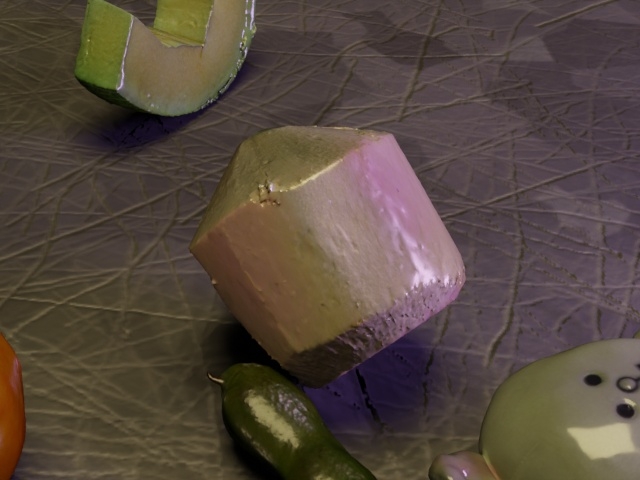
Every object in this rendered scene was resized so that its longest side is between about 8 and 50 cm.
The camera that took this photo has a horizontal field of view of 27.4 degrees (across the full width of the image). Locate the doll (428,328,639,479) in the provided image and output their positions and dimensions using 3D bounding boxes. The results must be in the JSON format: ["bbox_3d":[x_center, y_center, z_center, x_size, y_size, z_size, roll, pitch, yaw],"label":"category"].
[{"bbox_3d":[0.189,0.110,0.725,0.275,0.113,0.155,-24,45,-22],"label":"doll"}]

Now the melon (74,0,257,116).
[{"bbox_3d":[-0.127,-0.168,1.090,0.064,0.118,0.209,6,21,29],"label":"melon"}]

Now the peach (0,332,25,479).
[{"bbox_3d":[-0.228,0.088,0.701,0.138,0.138,0.138,2,35,-1],"label":"peach"}]

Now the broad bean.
[{"bbox_3d":[0.024,0.143,0.706,0.256,0.052,0.052,35,8,37],"label":"broad bean"}]

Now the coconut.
[{"bbox_3d":[0.000,0.000,0.799,0.147,0.147,0.152,-33,89,-40],"label":"coconut"}]
